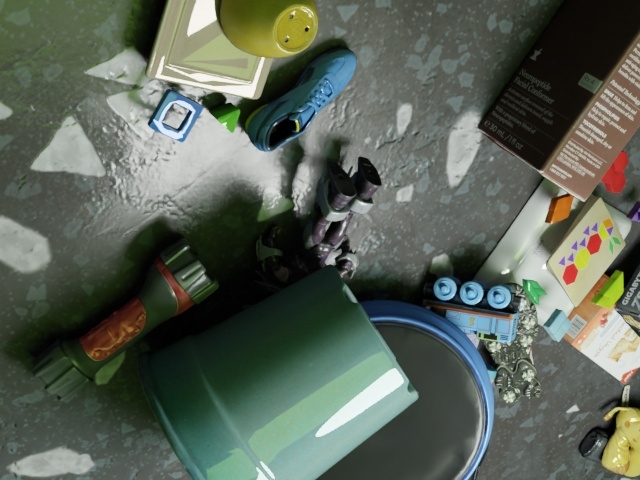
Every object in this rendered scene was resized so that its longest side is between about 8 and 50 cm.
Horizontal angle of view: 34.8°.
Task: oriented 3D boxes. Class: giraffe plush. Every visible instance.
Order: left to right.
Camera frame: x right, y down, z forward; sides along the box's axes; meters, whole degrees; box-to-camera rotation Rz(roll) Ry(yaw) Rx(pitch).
[{"bbox_3d":[0.742,0.442,2.253,0.181,0.170,0.210,-21,112,-31],"label":"giraffe plush"}]

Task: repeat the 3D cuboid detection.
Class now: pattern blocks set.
[{"bbox_3d":[0.497,0.017,1.909,0.325,0.026,0.285,-41,122,-21],"label":"pattern blocks set"}]

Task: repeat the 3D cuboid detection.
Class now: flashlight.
[{"bbox_3d":[-0.303,0.122,1.565,0.304,0.103,0.103,-36,103,-4],"label":"flashlight"}]

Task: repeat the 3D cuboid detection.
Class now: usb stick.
[{"bbox_3d":[0.704,0.501,2.381,0.278,0.045,0.077,25,103,-37],"label":"usb stick"}]

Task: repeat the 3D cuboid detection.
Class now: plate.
[{"bbox_3d":[0.457,0.033,1.965,0.278,0.045,0.277,26,104,-37],"label":"plate"}]

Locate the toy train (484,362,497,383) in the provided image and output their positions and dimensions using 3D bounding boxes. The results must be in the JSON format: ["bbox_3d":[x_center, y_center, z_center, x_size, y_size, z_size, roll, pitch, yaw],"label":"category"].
[{"bbox_3d":[0.208,0.283,1.869,0.248,0.105,0.143,12,96,-26],"label":"toy train"}]

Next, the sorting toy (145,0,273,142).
[{"bbox_3d":[-0.142,-0.303,1.434,0.196,0.047,0.347,5,115,-36],"label":"sorting toy"}]

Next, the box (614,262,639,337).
[{"bbox_3d":[0.759,0.094,2.104,0.293,0.073,0.295,39,78,-37],"label":"box"}]

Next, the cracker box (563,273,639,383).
[{"bbox_3d":[0.612,0.186,2.127,0.232,0.067,0.155,33,98,-39],"label":"cracker box"}]

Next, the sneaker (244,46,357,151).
[{"bbox_3d":[-0.017,-0.206,1.537,0.209,0.082,0.069,-40,127,-4],"label":"sneaker"}]

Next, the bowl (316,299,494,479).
[{"bbox_3d":[0.110,0.300,1.781,0.392,0.077,0.390,0,99,2],"label":"bowl"}]

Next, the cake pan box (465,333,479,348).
[{"bbox_3d":[0.160,0.279,1.935,0.246,0.070,0.266,0,118,-26],"label":"cake pan box"}]

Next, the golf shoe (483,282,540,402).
[{"bbox_3d":[0.360,0.183,1.962,0.105,0.120,0.272,-7,121,5],"label":"golf shoe"}]

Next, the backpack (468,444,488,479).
[{"bbox_3d":[0.281,0.414,2.063,0.120,0.101,0.098,-55,141,-33],"label":"backpack"}]

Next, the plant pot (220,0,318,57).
[{"bbox_3d":[-0.056,-0.304,1.392,0.134,0.095,0.134,-17,126,-25],"label":"plant pot"}]

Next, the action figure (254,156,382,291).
[{"bbox_3d":[0.000,0.000,1.662,0.185,0.099,0.285,2,132,-37],"label":"action figure"}]

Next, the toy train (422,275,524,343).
[{"bbox_3d":[0.273,0.124,1.841,0.080,0.184,0.105,1,96,-72],"label":"toy train"}]

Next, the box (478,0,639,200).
[{"bbox_3d":[0.456,-0.279,1.683,0.143,0.191,0.381,27,102,-37],"label":"box"}]

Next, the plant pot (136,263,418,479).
[{"bbox_3d":[-0.052,0.228,1.591,0.334,0.341,0.341,-34,129,-1],"label":"plant pot"}]
